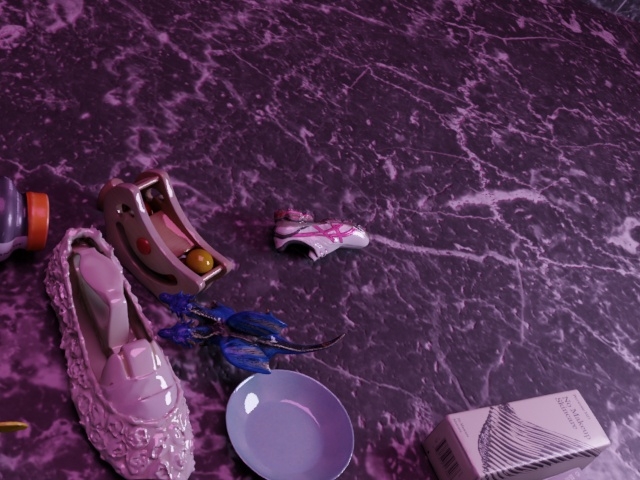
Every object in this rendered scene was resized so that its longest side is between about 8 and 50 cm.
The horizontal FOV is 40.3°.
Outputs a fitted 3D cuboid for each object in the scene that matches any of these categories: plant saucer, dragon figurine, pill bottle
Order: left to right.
[{"bbox_3d":[-0.520,-0.034,1.254,0.246,0.130,0.130,4,47,-24],"label":"pill bottle"},{"bbox_3d":[-0.103,0.142,1.275,0.289,0.085,0.144,18,-1,-10],"label":"dragon figurine"},{"bbox_3d":[-0.048,0.277,1.261,0.195,0.037,0.195,14,44,-15],"label":"plant saucer"}]

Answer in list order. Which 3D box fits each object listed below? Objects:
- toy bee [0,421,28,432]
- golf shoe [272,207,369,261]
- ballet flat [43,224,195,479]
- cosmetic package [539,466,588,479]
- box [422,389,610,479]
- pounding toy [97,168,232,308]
[{"bbox_3d":[-0.431,0.243,1.006,0.195,0.162,0.298,-17,58,-40],"label":"toy bee"},{"bbox_3d":[0.000,0.000,1.550,0.186,0.067,0.085,9,74,-22],"label":"golf shoe"},{"bbox_3d":[-0.285,0.144,1.200,0.147,0.147,0.409,-11,55,-35],"label":"ballet flat"},{"bbox_3d":[0.374,0.460,1.234,0.107,0.127,0.238,-7,50,-33],"label":"cosmetic package"},{"bbox_3d":[0.306,0.317,1.362,0.275,0.094,0.113,-5,52,-31],"label":"box"},{"bbox_3d":[-0.240,-0.033,1.380,0.269,0.154,0.155,41,44,14],"label":"pounding toy"}]
